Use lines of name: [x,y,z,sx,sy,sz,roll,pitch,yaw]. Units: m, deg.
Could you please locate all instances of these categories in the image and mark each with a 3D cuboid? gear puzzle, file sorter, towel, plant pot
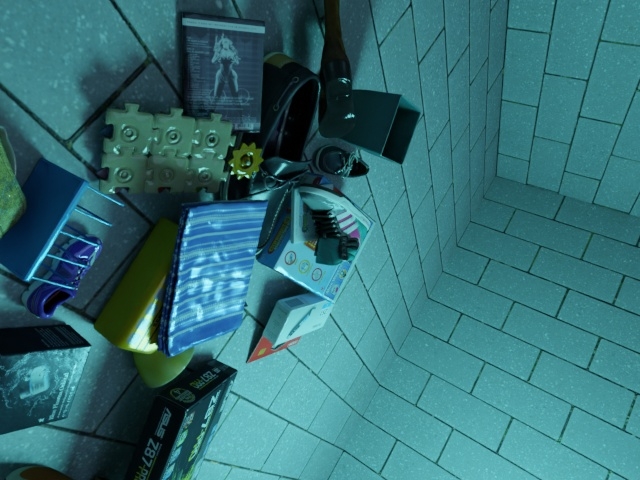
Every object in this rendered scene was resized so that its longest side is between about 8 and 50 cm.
gear puzzle: [-0.259,-0.177,0.895,0.338,0.044,0.176,-5,124,-40]
file sorter: [-0.424,-0.023,0.736,0.171,0.118,0.104,-62,155,-7]
towel: [-0.226,0.076,0.986,0.243,0.040,0.337,-11,120,-55]
plant pot: [0.132,-0.339,1.303,0.165,0.234,0.166,2,109,-60]
plant pot: [-0.372,0.250,1.030,0.134,0.134,0.095,-48,121,-29]

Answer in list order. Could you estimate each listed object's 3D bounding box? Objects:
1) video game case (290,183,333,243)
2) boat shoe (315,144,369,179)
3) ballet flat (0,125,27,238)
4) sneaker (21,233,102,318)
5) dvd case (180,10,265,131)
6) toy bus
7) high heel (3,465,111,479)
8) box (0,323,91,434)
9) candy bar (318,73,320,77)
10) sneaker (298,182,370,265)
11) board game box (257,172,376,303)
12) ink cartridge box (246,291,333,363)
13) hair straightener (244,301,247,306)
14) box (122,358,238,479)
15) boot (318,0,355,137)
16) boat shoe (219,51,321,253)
video game case: [-0.023,-0.077,1.278,0.143,0.019,0.158,-13,112,-40]
boat shoe: [0.074,-0.241,1.439,0.254,0.079,0.095,5,107,-60]
ballet flat: [-0.467,-0.159,0.587,0.123,0.123,0.349,-31,135,-46]
sneaker: [-0.446,0.067,0.810,0.170,0.071,0.068,-58,150,-16]
dvd case: [-0.196,-0.330,0.913,0.164,0.018,0.222,-8,119,-27]
toy bus: [-0.327,0.068,0.971,0.333,0.108,0.130,-61,149,-9]
high heel: [-0.556,0.588,0.939,0.182,0.127,0.377,-64,156,-26]
box: [-0.519,0.241,0.795,0.158,0.093,0.156,11,102,-59]
candy bar: [-0.021,-0.396,1.231,0.162,0.018,0.040,-59,151,-11]
sneaker: [0.021,-0.024,1.246,0.295,0.123,0.179,32,72,-46]
board game box: [0.000,0.000,1.401,0.302,0.086,0.309,36,79,-43]
ink cartridge box: [-0.088,0.300,1.532,0.296,0.066,0.261,-5,125,-58]
hair straightener: [-0.232,0.113,1.223,0.089,0.047,0.231,-53,149,-22]
box: [-0.374,0.537,1.166,0.318,0.097,0.395,0,112,-81]
boot: [0.024,-0.432,1.138,0.264,0.096,0.281,72,11,-67]
boat shoe: [-0.117,-0.183,1.091,0.186,0.155,0.501,-14,124,-57]
